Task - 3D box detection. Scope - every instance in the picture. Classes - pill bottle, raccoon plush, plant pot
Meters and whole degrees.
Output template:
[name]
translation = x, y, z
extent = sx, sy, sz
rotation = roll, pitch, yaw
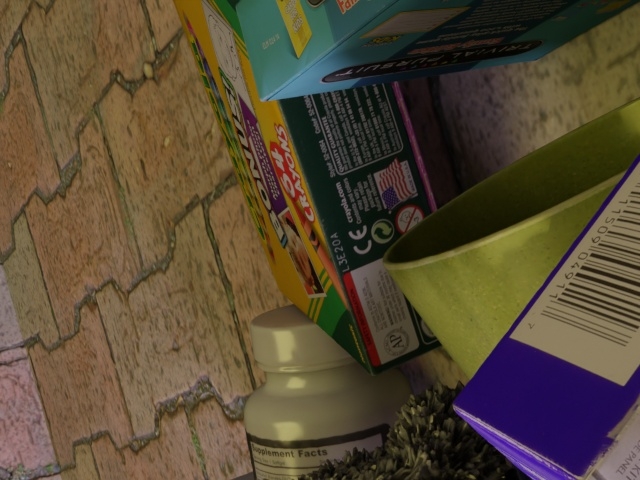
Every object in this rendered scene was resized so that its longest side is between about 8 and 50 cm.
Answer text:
[pill bottle]
translation = 0.018, 0.226, 1.190
extent = 0.176, 0.176, 0.319
rotation = 4, 105, 60
[raccoon plush]
translation = 0.012, 0.242, 0.895
extent = 0.446, 0.299, 0.216
rotation = 89, 161, -72
[plant pot]
translation = 0.228, 0.074, 0.709
extent = 0.293, 0.275, 0.275
rotation = 61, 152, -5

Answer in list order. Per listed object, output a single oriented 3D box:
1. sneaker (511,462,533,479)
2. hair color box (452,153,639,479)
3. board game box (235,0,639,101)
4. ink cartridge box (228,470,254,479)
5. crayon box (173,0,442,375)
[sneaker]
translation = 0.250, 0.222, 0.883
extent = 0.131, 0.112, 0.319
rotation = -39, 63, 33
[hair color box]
translation = 0.244, 0.112, 0.545
extent = 0.339, 0.185, 0.110
rotation = 41, 172, -25
[board game box]
translation = 0.129, -0.190, 0.734
extent = 0.336, 0.253, 0.079
rotation = -24, 80, 61
[ink cartridge box]
translation = -0.113, 0.324, 1.324
extent = 0.065, 0.311, 0.186
rotation = 65, 150, 22
[crayon box]
translation = -0.017, -0.097, 1.044
extent = 0.313, 0.106, 0.363
rotation = -150, 40, -70
